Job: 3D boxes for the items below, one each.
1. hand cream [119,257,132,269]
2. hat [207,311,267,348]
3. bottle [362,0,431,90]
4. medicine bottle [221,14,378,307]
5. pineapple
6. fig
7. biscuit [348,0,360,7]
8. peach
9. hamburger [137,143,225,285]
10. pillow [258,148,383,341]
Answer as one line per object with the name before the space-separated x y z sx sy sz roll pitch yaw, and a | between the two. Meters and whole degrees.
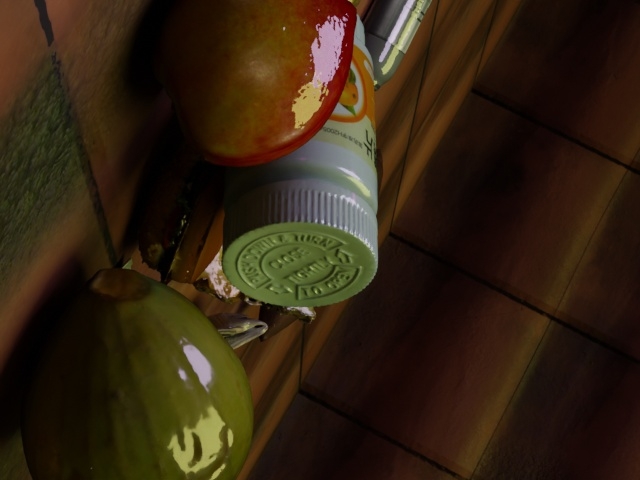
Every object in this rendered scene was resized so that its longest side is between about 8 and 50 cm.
hand cream | -0.234 0.102 1.621 0.216 0.038 0.052 96 -2 -53
hat | -0.194 0.186 1.969 0.226 0.164 0.219 15 103 -41
bottle | 0.114 -0.352 2.123 0.096 0.079 0.254 26 92 -43
medicine bottle | -0.020 -0.103 1.464 0.158 0.158 0.318 106 -13 -54
pineapple | -0.068 0.041 1.901 0.250 0.164 0.140 -49 -172 -32
fig | -0.194 0.156 1.420 0.239 0.239 0.271 -50 134 -55
biscuit | 0.033 -0.305 1.900 0.183 0.039 0.174 -61 170 -2
peach | -0.056 -0.171 1.310 0.197 0.197 0.197 -60 171 -16
hamburger | -0.143 -0.036 1.538 0.166 0.087 0.137 -66 172 28
pillow | 0.000 0.000 2.402 0.305 0.108 0.308 -64 172 20
